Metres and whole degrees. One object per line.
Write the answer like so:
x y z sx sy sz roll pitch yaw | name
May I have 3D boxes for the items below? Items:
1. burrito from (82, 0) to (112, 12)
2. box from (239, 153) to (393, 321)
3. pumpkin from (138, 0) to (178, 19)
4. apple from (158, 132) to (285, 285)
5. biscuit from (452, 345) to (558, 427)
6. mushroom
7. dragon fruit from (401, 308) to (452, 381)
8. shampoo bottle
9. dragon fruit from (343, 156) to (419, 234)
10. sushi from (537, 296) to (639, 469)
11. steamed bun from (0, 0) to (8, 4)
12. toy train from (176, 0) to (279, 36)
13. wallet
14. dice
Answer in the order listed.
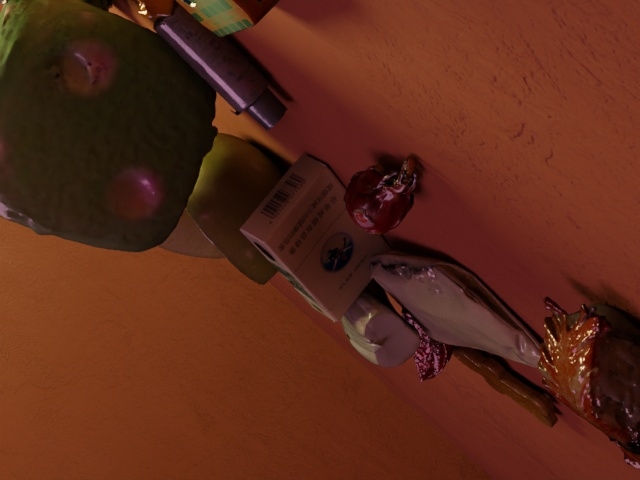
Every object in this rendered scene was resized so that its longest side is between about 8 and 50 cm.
-0.391 -0.419 1.572 0.096 0.066 0.309 35 169 14 | burrito
0.000 0.000 1.678 0.069 0.164 0.256 29 166 44 | box
-0.321 -0.398 1.312 0.290 0.095 0.258 41 167 -23 | pumpkin
-0.174 -0.069 1.851 0.295 0.233 0.258 13 167 48 | apple
0.349 0.263 1.926 0.240 0.035 0.158 36 167 24 | biscuit
0.080 0.103 1.865 0.328 0.122 0.159 -120 22 -58 | mushroom
0.216 0.176 1.943 0.162 0.083 0.106 68 -154 -18 | dragon fruit
-0.133 -0.239 1.393 0.214 0.072 0.072 44 170 -21 | shampoo bottle
0.080 -0.062 1.320 0.094 0.094 0.190 40 166 1 | dragon fruit
0.388 0.194 1.205 0.332 0.130 0.124 37 167 -14 | sushi
-0.372 -0.415 0.970 0.374 0.241 0.374 34 169 7 | steamed bun
-0.102 -0.275 1.082 0.099 0.072 0.188 44 170 -20 | toy train
0.218 0.110 1.661 0.275 0.068 0.335 41 165 -28 | wallet
-0.351 -0.179 1.510 0.318 0.330 0.322 17 -173 -23 | dice
